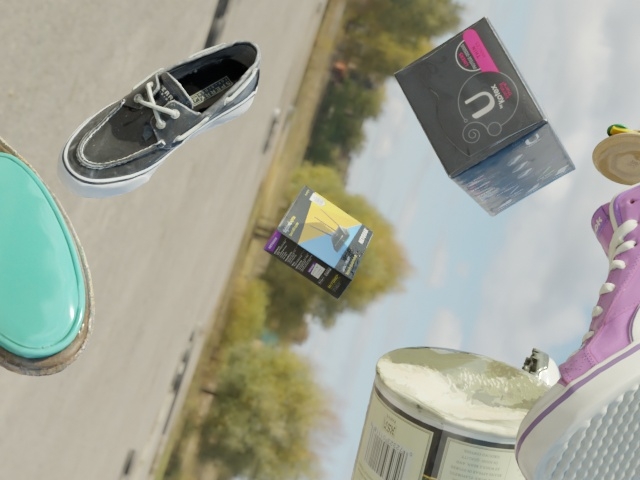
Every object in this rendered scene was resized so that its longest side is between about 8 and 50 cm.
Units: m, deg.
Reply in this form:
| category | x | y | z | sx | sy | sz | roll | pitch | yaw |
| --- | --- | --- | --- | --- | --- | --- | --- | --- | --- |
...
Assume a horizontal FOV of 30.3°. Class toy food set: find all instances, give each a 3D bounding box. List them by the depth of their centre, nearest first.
| category | x | y | z | sx | sy | sz | roll | pitch | yaw |
| --- | --- | --- | --- | --- | --- | --- | --- | --- | --- |
| toy food set | 0.319 | -0.085 | 1.200 | 0.083 | 0.083 | 0.020 | 105 | 0 | -57 |

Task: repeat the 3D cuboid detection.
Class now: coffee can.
| category | x | y | z | sx | sy | sz | roll | pitch | yaw |
| --- | --- | --- | --- | --- | --- | --- | --- | --- | --- |
| coffee can | 0.125 | 0.274 | 1.212 | 0.201 | 0.201 | 0.275 | -80 | -178 | -74 |

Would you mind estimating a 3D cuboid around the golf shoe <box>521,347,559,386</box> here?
| category | x | y | z | sx | sy | sz | roll | pitch | yaw |
| --- | --- | --- | --- | --- | --- | --- | --- | --- | --- |
| golf shoe | 0.284 | 0.265 | 1.407 | 0.105 | 0.120 | 0.273 | 101 | -9 | -68 |

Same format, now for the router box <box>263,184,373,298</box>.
| category | x | y | z | sx | sy | sz | roll | pitch | yaw |
| --- | --- | --- | --- | --- | --- | --- | --- | --- | --- |
| router box | 0.000 | 0.000 | 1.775 | 0.046 | 0.133 | 0.179 | -55 | -176 | 27 |

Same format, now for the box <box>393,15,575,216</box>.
| category | x | y | z | sx | sy | sz | roll | pitch | yaw |
| --- | --- | --- | --- | --- | --- | --- | --- | --- | --- |
| box | 0.224 | -0.155 | 1.566 | 0.143 | 0.165 | 0.270 | -31 | 163 | 12 |

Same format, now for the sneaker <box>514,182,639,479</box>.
| category | x | y | z | sx | sy | sz | roll | pitch | yaw |
| --- | --- | --- | --- | --- | --- | --- | --- | --- | --- |
| sneaker | 0.212 | 0.052 | 0.796 | 0.282 | 0.161 | 0.102 | -32 | 132 | -18 |

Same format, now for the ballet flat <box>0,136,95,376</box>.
| category | x | y | z | sx | sy | sz | roll | pitch | yaw |
| --- | --- | --- | --- | --- | --- | --- | --- | --- | --- |
| ballet flat | -0.251 | -0.033 | 0.781 | 0.107 | 0.316 | 0.106 | -25 | 163 | -32 |

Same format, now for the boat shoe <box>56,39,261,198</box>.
| category | x | y | z | sx | sy | sz | roll | pitch | yaw |
| --- | --- | --- | --- | --- | --- | --- | --- | --- | --- |
| boat shoe | -0.192 | -0.159 | 1.457 | 0.301 | 0.108 | 0.102 | -32 | 166 | -28 |
